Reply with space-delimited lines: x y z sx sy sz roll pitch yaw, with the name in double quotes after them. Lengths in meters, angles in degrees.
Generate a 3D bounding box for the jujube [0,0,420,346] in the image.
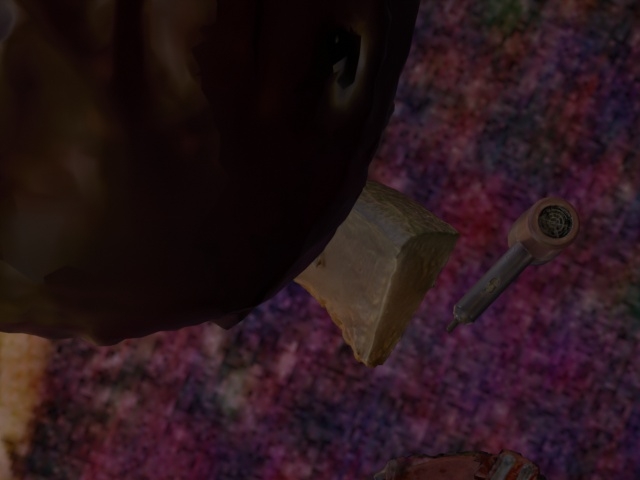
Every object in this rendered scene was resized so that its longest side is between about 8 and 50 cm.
-0.086 -0.131 0.544 0.258 0.258 0.377 -102 20 -64 "jujube"

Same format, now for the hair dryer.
0.124 0.021 0.991 0.114 0.037 0.063 -45 -4 -11 "hair dryer"

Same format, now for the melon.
0.004 -0.006 0.965 0.182 0.054 0.098 42 114 42 "melon"

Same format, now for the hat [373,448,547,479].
0.074 0.212 0.790 0.227 0.129 0.140 83 -163 -52 "hat"
